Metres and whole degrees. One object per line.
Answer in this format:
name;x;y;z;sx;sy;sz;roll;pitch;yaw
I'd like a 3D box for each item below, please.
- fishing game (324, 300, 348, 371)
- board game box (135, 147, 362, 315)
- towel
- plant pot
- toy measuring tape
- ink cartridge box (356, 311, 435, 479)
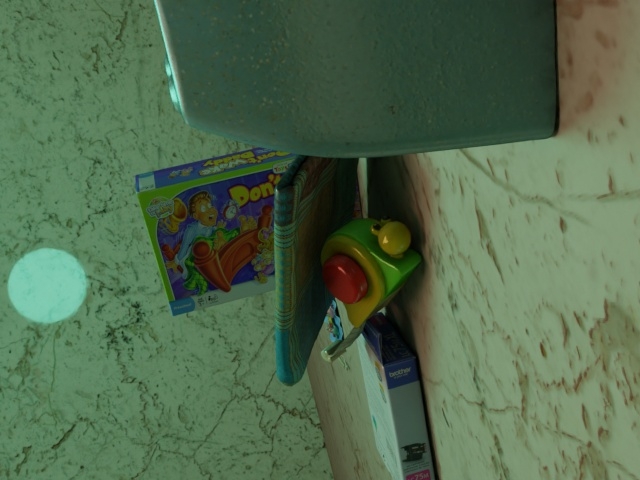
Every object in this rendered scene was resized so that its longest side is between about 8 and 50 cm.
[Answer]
fishing game;0.017;0.190;1.843;0.189;0.041;0.264;-131;29;-68
board game box;-0.107;-0.030;1.206;0.078;0.347;0.233;-118;16;-59
towel;0.000;0.000;1.021;0.271;0.040;0.370;-61;-19;-44
plant pot;-0.003;-0.195;0.538;0.248;0.252;0.247;-121;20;-64
toy measuring tape;0.039;0.061;1.011;0.330;0.121;0.121;120;139;-54
ink cartridge box;0.115;0.247;1.163;0.186;0.065;0.311;-126;22;-71
